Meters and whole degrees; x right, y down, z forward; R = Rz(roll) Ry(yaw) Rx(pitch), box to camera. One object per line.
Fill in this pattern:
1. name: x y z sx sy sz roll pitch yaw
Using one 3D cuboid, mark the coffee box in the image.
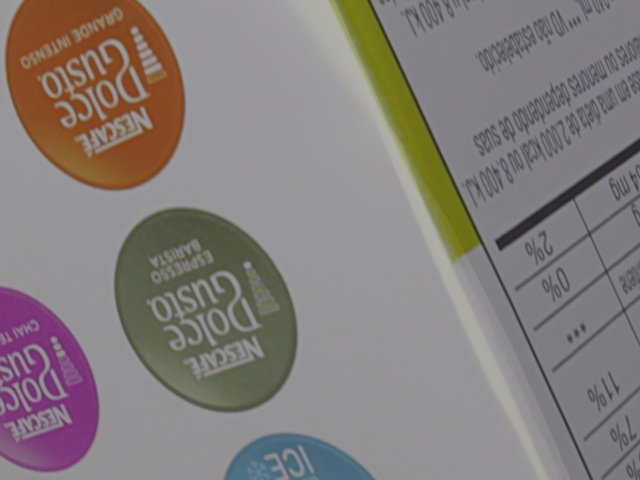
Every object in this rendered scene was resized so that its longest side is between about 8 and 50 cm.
1. coffee box: 0.000 0.000 0.629 0.337 0.338 0.334 -21 98 39
